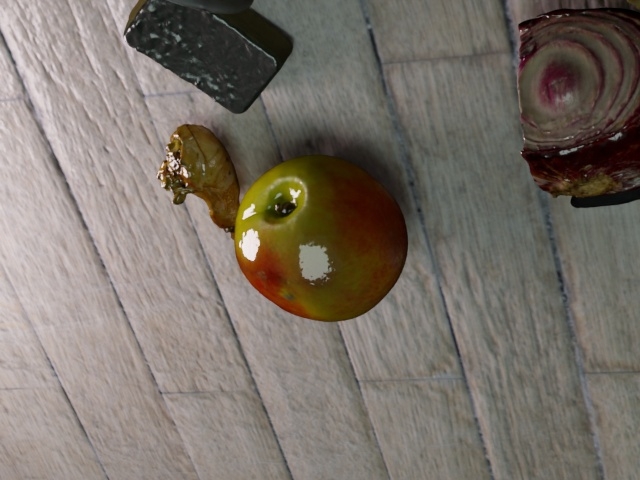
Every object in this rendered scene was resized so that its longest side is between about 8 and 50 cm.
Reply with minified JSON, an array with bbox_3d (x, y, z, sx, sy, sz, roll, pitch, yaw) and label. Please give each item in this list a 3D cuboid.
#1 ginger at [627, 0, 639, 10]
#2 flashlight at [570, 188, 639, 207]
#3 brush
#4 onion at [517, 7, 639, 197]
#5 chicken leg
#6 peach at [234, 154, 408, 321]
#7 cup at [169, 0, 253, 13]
[{"bbox_3d":[0.376,-0.340,1.712,0.270,0.123,0.219,9,139,-3],"label":"ginger"},{"bbox_3d":[0.507,-0.095,1.900,0.423,0.103,0.103,-6,128,22],"label":"flashlight"},{"bbox_3d":[-0.145,-0.255,1.984,0.197,0.059,0.123,33,130,-12],"label":"brush"},{"bbox_3d":[0.344,-0.152,1.818,0.206,0.216,0.206,-6,156,24],"label":"onion"},{"bbox_3d":[-0.156,-0.067,2.138,0.101,0.085,0.207,-30,130,-3],"label":"chicken leg"},{"bbox_3d":[0.000,0.000,2.061,0.230,0.231,0.231,9,132,10],"label":"peach"},{"bbox_3d":[-0.189,-0.410,1.711,0.347,0.347,0.163,29,111,-9],"label":"cup"}]
